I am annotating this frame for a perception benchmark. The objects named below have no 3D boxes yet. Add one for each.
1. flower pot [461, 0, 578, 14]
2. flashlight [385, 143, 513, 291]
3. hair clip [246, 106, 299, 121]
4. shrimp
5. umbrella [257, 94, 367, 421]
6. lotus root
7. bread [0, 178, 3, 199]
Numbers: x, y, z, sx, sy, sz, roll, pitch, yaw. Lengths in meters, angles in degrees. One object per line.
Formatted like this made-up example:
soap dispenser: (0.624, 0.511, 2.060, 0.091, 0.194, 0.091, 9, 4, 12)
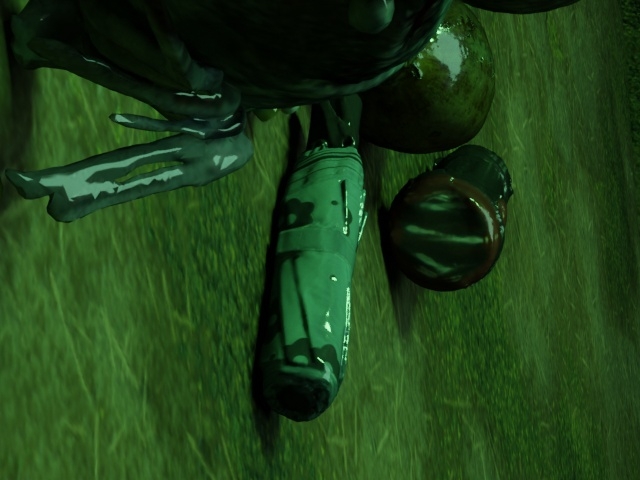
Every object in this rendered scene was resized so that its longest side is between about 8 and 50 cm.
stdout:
flower pot: (0.140, -0.315, 1.395, 0.330, 0.294, 0.293, 51, 34, -71)
flashlight: (0.111, -0.024, 1.506, 0.232, 0.093, 0.093, -42, 123, -73)
hair clip: (-0.016, -0.113, 1.159, 0.173, 0.049, 0.049, -75, 153, -58)
shrimp: (-0.036, -0.103, 0.629, 0.410, 0.166, 0.221, 124, -12, -85)
umbrella: (0.001, 0.001, 1.147, 0.250, 0.052, 0.053, -82, 157, -43)
lotus root: (0.065, -0.122, 1.336, 0.209, 0.120, 0.120, 25, 59, -73)
bread: (-0.154, -0.126, 0.525, 0.166, 0.112, 0.383, -156, -119, -81)
